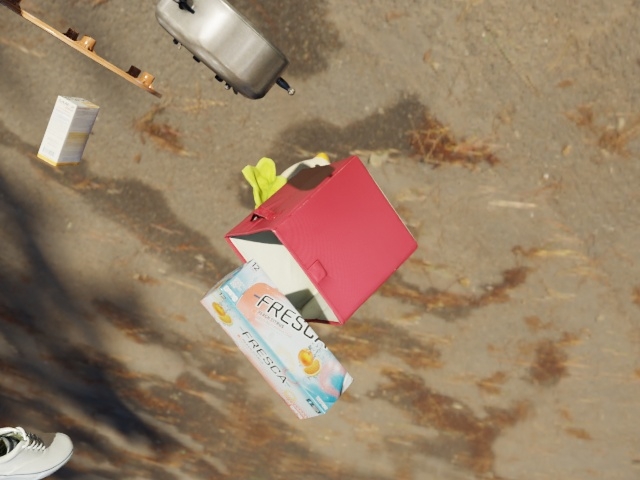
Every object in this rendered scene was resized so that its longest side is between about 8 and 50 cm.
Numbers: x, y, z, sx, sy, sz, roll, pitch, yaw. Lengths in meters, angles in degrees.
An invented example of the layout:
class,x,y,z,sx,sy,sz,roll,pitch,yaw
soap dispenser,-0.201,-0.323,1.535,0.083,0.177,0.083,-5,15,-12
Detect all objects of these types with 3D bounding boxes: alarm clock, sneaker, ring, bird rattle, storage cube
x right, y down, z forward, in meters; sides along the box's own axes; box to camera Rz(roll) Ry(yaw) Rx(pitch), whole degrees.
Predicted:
class,x,y,z,sx,sy,sz,roll,pitch,yaw
alarm clock,-0.101,-0.192,0.719,0.129,0.064,0.192,43,-177,25
sneaker,-0.574,0.403,1.501,0.258,0.094,0.091,2,131,-54
ring,-0.416,-0.343,1.353,0.336,0.032,0.336,31,-178,-1
bird rattle,-0.038,-0.059,1.506,0.207,0.254,0.143,-31,151,12
storage cube,0.000,0.000,1.262,0.215,0.193,0.183,55,154,-15

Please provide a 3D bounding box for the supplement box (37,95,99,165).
class,x,y,z,sx,sy,sz,roll,pitch,yaw
supplement box,-0.377,-0.163,1.179,0.036,0.098,0.062,28,-167,13

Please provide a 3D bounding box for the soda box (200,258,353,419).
class,x,y,z,sx,sy,sz,roll,pitch,yaw
soda box,-0.049,0.112,0.884,0.183,0.058,0.063,51,145,-7
